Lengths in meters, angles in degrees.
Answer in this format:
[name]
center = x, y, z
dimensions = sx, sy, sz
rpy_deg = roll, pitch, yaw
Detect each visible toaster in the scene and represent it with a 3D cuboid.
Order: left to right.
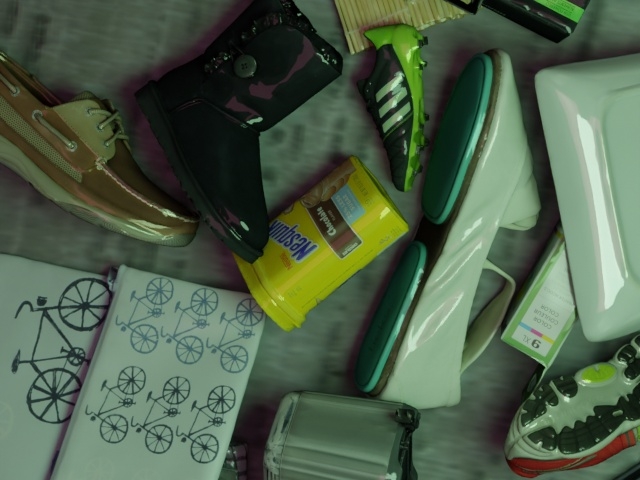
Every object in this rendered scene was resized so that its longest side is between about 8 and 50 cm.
[toaster]
center = 0.024, 0.245, 1.517
dimensions = 0.146, 0.129, 0.227
rpy_deg = 9, 139, 10

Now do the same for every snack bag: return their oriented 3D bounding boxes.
[snack bag]
center = -0.255, 0.170, 1.540
dimensions = 0.343, 0.037, 0.323
rpy_deg = 13, 67, 10

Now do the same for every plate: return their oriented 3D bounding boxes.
[plate]
center = 0.361, -0.059, 1.449
dimensions = 0.277, 0.045, 0.278
rpy_deg = -13, 94, -26

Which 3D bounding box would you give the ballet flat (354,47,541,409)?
[ballet flat]
center = 0.156, -0.001, 1.522
dimensions = 0.139, 0.139, 0.400
rpy_deg = 20, 102, 4

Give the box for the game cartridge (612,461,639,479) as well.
[game cartridge]
center = 0.413, 0.330, 1.549
dimensions = 0.355, 0.068, 0.230
rpy_deg = -36, 95, 9

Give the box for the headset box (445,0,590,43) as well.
[headset box]
center = 0.195, -0.363, 1.453
dimensions = 0.246, 0.131, 0.283
rpy_deg = 28, 95, 1

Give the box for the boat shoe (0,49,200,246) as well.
[boat shoe]
center = -0.265, -0.104, 1.554
dimensions = 0.324, 0.123, 0.116
rpy_deg = 31, 96, 1

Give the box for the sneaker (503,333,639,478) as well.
[sneaker]
center = 0.309, 0.175, 1.508
dimensions = 0.279, 0.118, 0.107
rpy_deg = -13, 61, -21

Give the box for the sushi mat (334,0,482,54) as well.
[sushi mat]
center = 0.056, -0.371, 1.536
dimensions = 0.151, 0.019, 0.316
rpy_deg = -17, 94, 7

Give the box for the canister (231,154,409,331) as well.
[canister]
center = 0.000, 0.000, 1.531
dimensions = 0.170, 0.126, 0.073
rpy_deg = -39, 126, 7

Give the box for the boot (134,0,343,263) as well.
[boot]
center = -0.061, -0.127, 1.512
dimensions = 0.207, 0.094, 0.246
rpy_deg = -35, 65, 10

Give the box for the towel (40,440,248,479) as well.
[towel]
center = -0.224, 0.337, 1.591
dimensions = 0.284, 0.121, 0.235
rpy_deg = 5, 97, 6

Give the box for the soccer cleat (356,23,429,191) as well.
[soccer cleat]
center = 0.077, -0.141, 1.538
dimensions = 0.072, 0.060, 0.179
rpy_deg = 2, 100, 17

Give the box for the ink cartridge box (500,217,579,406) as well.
[ink cartridge box]
center = 0.238, 0.068, 1.515
dimensions = 0.062, 0.109, 0.209
rpy_deg = 29, 99, 3
